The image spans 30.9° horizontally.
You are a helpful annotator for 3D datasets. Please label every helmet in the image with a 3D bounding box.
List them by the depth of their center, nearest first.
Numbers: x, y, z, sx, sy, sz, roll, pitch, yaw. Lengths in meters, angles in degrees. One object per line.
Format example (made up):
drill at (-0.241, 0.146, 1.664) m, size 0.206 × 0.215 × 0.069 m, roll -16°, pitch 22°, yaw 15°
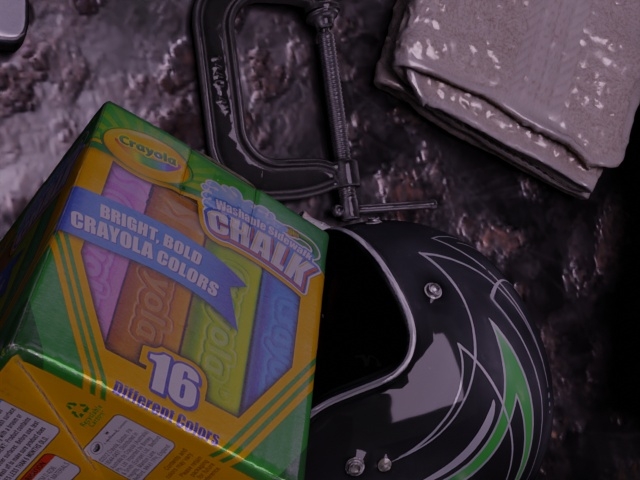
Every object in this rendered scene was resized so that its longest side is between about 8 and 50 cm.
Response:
helmet at (0.039, 0.077, 0.595) m, size 0.169 × 0.169 × 0.161 m, roll 45°, pitch 79°, yaw -13°

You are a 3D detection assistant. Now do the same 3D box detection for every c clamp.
c clamp at (-0.010, -0.085, 0.690) m, size 0.137 × 0.022 × 0.161 m, roll -11°, pitch 85°, yaw -25°

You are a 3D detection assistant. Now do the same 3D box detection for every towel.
towel at (0.148, -0.183, 0.780) m, size 0.187 × 0.049 × 0.282 m, roll 24°, pitch 68°, yaw -23°

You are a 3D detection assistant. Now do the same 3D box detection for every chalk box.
chalk box at (-0.087, 0.038, 0.532) m, size 0.132 × 0.132 × 0.213 m, roll 31°, pitch 34°, yaw -19°

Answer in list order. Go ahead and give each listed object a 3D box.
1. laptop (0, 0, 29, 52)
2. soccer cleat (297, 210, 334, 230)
laptop at (-0.284, -0.328, 0.469) m, size 0.382 × 0.236 × 0.408 m, roll 3°, pitch 77°, yaw -27°
soccer cleat at (0.000, 0.000, 0.669) m, size 0.083 × 0.029 × 0.036 m, roll -4°, pitch 85°, yaw -25°
